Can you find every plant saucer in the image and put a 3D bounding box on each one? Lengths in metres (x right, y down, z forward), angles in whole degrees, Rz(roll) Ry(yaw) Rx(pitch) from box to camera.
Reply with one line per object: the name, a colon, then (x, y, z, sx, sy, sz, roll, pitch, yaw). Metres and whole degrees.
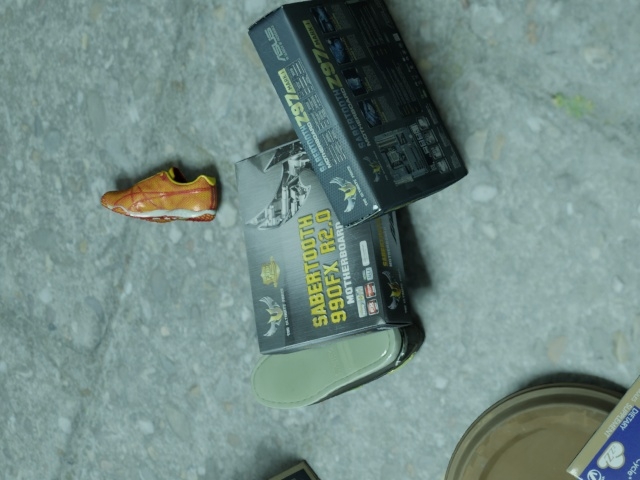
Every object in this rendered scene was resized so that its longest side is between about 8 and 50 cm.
plant saucer: (0.259, 0.287, 1.480, 0.278, 0.041, 0.277, 0, 89, 17)

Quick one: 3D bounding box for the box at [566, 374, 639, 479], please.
box: (0.376, 0.244, 1.407, 0.225, 0.036, 0.136, 37, 97, 12)

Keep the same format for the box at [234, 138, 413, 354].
box: (0.000, 0.000, 1.595, 0.183, 0.056, 0.231, -16, 77, 36)

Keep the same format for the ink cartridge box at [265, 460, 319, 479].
ink cartridge box: (-0.117, 0.387, 1.740, 0.088, 0.193, 0.234, 53, 125, 14)

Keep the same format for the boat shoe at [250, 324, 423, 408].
boat shoe: (0.017, 0.145, 1.653, 0.228, 0.069, 0.081, -22, 73, 37)

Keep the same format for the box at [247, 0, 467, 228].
box: (0.042, -0.142, 1.485, 0.059, 0.183, 0.232, -28, 87, 37)

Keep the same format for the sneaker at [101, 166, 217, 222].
sneaker: (-0.197, -0.056, 1.765, 0.175, 0.064, 0.067, 0, 83, 30)
